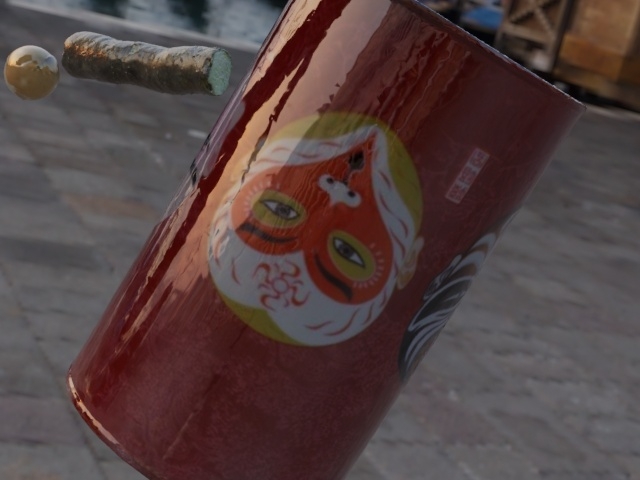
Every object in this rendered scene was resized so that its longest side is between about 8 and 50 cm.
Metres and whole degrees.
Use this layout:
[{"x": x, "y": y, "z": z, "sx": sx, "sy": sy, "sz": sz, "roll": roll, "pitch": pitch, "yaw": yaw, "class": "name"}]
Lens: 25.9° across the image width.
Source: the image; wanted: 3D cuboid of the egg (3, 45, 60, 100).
[{"x": -0.369, "y": -0.214, "z": 1.778, "sx": 0.071, "sy": 0.071, "sz": 0.083, "roll": 14, "pitch": -6, "yaw": -3, "class": "egg"}]

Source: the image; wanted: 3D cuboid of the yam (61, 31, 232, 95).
[{"x": -0.199, "y": -0.201, "z": 1.595, "sx": 0.253, "sy": 0.061, "sz": 0.061, "roll": 12, "pitch": 10, "yaw": 40, "class": "yam"}]

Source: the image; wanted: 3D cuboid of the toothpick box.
[{"x": 0.000, "y": 0.000, "z": 0.918, "sx": 0.204, "sy": 0.333, "sz": 0.204, "roll": 32, "pitch": 10, "yaw": -6, "class": "toothpick box"}]
